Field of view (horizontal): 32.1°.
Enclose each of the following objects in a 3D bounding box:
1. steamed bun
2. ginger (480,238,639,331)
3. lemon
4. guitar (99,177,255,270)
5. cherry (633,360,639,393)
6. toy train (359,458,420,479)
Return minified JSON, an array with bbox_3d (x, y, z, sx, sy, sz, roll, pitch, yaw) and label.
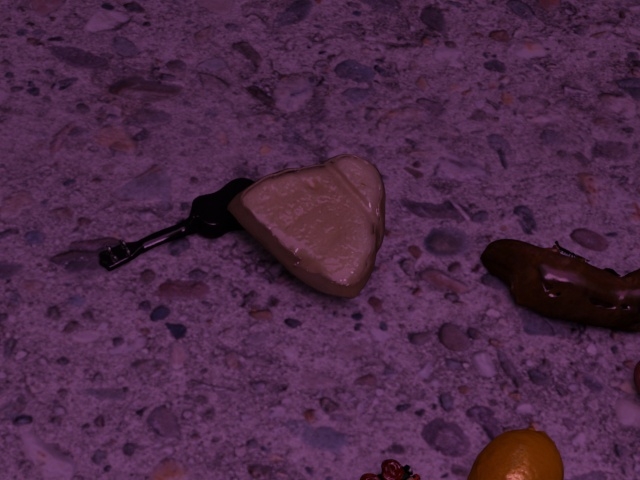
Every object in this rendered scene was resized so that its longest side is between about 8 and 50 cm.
[{"bbox_3d":[0.011,-0.023,1.632,0.231,0.110,0.212,43,62,15],"label":"steamed bun"},{"bbox_3d":[0.393,0.063,1.627,0.309,0.107,0.133,6,64,0],"label":"ginger"},{"bbox_3d":[0.250,0.300,1.404,0.114,0.114,0.155,36,53,19],"label":"lemon"},{"bbox_3d":[-0.200,-0.021,1.637,0.271,0.038,0.084,-22,56,-25],"label":"guitar"},{"bbox_3d":[0.489,0.199,1.544,0.106,0.087,0.126,1,70,-10],"label":"cherry"},{"bbox_3d":[0.075,0.335,1.389,0.138,0.050,0.087,-28,65,-29],"label":"toy train"}]
